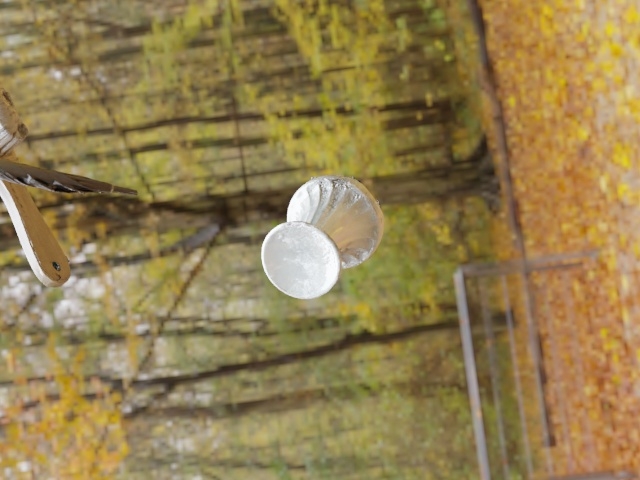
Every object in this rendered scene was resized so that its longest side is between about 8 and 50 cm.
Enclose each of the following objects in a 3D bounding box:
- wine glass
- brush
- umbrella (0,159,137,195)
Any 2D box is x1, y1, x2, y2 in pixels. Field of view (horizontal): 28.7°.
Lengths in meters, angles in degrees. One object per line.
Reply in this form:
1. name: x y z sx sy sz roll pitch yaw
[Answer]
1. wine glass: 0.000 0.000 1.973 0.196 0.165 0.164 -52 -43 -60
2. brush: -0.392 -0.093 1.603 0.070 0.065 0.327 -5 -115 -61
3. umbrella: -0.308 -0.069 1.212 0.044 0.269 0.044 120 153 -53
